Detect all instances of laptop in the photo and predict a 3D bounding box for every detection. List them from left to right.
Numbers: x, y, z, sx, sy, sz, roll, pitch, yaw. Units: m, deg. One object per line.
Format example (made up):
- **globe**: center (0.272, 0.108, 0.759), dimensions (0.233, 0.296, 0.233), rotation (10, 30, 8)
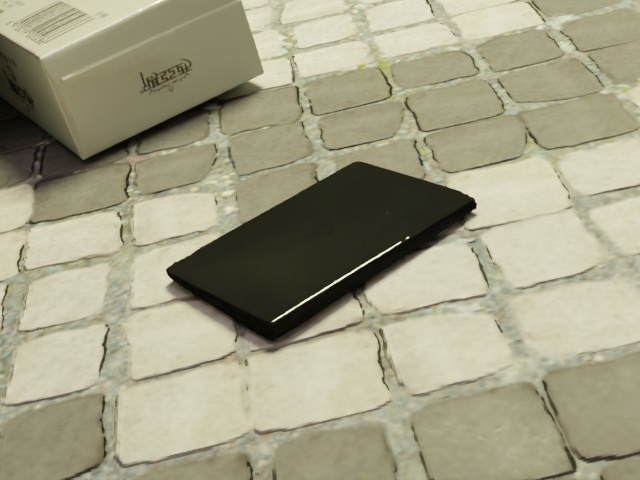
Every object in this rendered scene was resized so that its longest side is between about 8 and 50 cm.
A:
- **laptop**: center (0.000, 0.000, 0.795), dimensions (0.197, 0.016, 0.135), rotation (-30, 34, -29)

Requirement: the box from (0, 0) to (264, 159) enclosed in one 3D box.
- **box**: center (-0.218, -0.204, 1.106), dimensions (0.203, 0.116, 0.274), rotation (-31, 34, -21)
